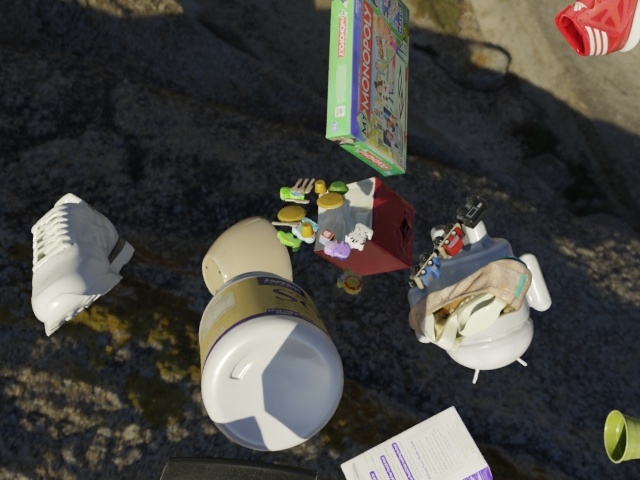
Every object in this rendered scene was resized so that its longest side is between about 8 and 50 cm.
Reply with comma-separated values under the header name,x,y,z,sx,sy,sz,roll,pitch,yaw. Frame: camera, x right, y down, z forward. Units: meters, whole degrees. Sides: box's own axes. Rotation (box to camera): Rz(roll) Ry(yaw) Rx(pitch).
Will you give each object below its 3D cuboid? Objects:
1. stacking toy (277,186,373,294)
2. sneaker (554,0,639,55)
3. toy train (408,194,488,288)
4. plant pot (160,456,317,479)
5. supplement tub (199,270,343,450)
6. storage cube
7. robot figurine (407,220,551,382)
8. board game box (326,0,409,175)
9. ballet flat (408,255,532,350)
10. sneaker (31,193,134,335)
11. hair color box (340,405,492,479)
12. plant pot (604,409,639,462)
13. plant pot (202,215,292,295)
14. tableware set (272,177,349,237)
name,x,y,z,sx,sy,sz,roll,pitch,yaw
stacking toy,0.000,0.000,1.420,0.221,0.167,0.052,31,54,17
sneaker,0.420,-0.377,1.035,0.128,0.221,0.087,-20,28,-20
toy train,0.171,0.003,0.925,0.036,0.027,0.158,28,70,39
plant pot,-0.124,0.350,0.804,0.166,0.187,0.188,19,57,-4
supplement tub,-0.102,0.202,1.294,0.240,0.241,0.331,19,11,-16
storage cube,0.118,-0.032,1.855,0.193,0.214,0.184,32,55,-44
robot figurine,0.340,0.128,1.527,0.200,0.299,0.354,-45,117,-78
board game box,0.085,-0.290,1.180,0.213,0.046,0.318,22,68,-58
ballet flat,0.245,0.132,1.241,0.107,0.316,0.106,27,53,-11
sneaker,-0.256,0.017,0.711,0.095,0.090,0.235,60,-3,-17
hair color box,0.245,0.595,1.803,0.338,0.110,0.185,-26,48,-1
plant pot,0.516,0.320,1.138,0.079,0.083,0.083,5,48,-1
plant pot,-0.244,0.084,2.126,0.190,0.284,0.284,-17,63,-35
tableware set,-0.012,-0.057,1.195,0.103,0.024,0.154,5,38,17
